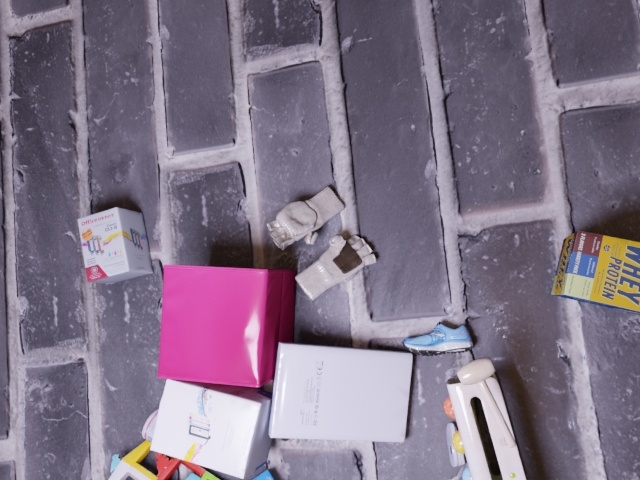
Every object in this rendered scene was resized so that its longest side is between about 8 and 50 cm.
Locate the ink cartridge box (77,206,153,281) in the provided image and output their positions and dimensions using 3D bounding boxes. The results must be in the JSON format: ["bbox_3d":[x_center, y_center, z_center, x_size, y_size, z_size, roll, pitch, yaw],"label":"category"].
[{"bbox_3d":[-0.547,0.015,1.595,0.128,0.127,0.176,-15,81,13],"label":"ink cartridge box"}]

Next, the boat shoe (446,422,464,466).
[{"bbox_3d":[0.317,0.473,1.388,0.035,0.035,0.100,-4,79,-14],"label":"boat shoe"}]

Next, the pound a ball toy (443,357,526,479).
[{"bbox_3d":[0.345,0.413,1.294,0.136,0.208,0.318,-16,82,12],"label":"pound a ball toy"}]

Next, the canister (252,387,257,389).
[{"bbox_3d":[-0.204,0.462,1.497,0.170,0.073,0.126,-41,77,6],"label":"canister"}]

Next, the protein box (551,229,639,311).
[{"bbox_3d":[0.615,0.073,1.259,0.200,0.201,0.135,13,88,15],"label":"protein box"}]

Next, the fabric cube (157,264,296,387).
[{"bbox_3d":[-0.211,0.191,1.430,0.254,0.259,0.257,1,87,14],"label":"fabric cube"}]

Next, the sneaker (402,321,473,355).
[{"bbox_3d":[0.275,0.231,1.414,0.162,0.063,0.073,-6,65,10],"label":"sneaker"}]

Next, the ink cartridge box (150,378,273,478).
[{"bbox_3d":[-0.238,0.420,1.385,0.233,0.171,0.168,11,85,14],"label":"ink cartridge box"}]

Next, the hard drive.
[{"bbox_3d":[0.050,0.352,1.381,0.319,0.040,0.210,7,86,-15],"label":"hard drive"}]

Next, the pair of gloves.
[{"bbox_3d":[0.000,0.000,1.464,0.204,0.042,0.240,-27,80,-16],"label":"pair of gloves"}]

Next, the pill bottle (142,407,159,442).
[{"bbox_3d":[-0.367,0.501,1.526,0.160,0.087,0.087,24,91,15],"label":"pill bottle"}]

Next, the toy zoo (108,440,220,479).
[{"bbox_3d":[-0.404,0.613,1.484,0.293,0.192,0.030,26,135,18],"label":"toy zoo"}]

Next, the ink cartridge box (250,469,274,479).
[{"bbox_3d":[-0.177,0.667,1.411,0.203,0.086,0.148,-26,76,-29],"label":"ink cartridge box"}]
